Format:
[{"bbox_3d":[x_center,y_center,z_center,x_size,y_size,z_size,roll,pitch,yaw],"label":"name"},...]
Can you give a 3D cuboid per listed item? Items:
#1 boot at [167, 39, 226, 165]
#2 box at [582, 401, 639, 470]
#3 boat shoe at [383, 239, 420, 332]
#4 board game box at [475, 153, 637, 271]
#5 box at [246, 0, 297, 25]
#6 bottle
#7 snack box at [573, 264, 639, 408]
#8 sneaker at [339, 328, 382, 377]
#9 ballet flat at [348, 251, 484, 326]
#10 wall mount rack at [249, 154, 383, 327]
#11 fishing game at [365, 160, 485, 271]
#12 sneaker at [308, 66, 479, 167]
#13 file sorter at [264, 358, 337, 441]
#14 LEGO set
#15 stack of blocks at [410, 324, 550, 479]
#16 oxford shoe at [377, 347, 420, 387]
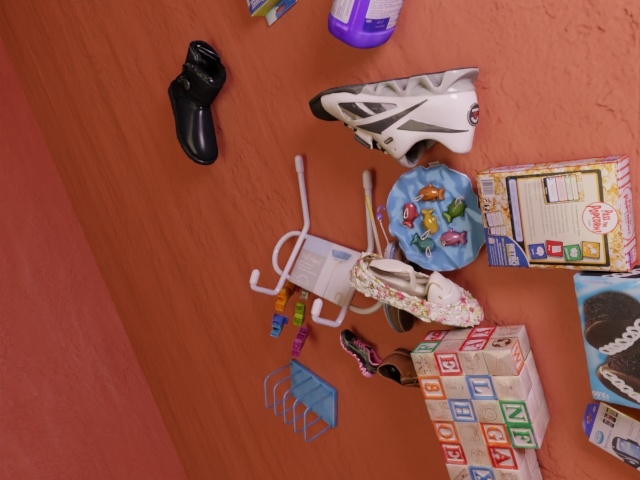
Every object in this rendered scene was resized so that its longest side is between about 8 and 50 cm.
[{"bbox_3d":[-0.288,-0.330,1.342,0.207,0.094,0.246,-30,78,57],"label":"boot"},{"bbox_3d":[0.450,0.283,0.795,0.136,0.028,0.081,29,129,43],"label":"box"},{"bbox_3d":[0.158,0.092,1.026,0.066,0.066,0.183,11,115,47],"label":"boat shoe"},{"bbox_3d":[0.321,-0.034,0.765,0.193,0.045,0.146,1,108,44],"label":"board game box"},{"bbox_3d":[-0.116,-0.527,1.078,0.109,0.042,0.178,-14,95,53],"label":"box"},{"bbox_3d":[0.095,-0.428,0.803,0.092,0.118,0.283,38,135,19],"label":"bottle"},{"bbox_3d":[0.480,0.128,0.652,0.322,0.060,0.187,0,107,51],"label":"snack box"},{"bbox_3d":[0.092,0.237,1.203,0.119,0.047,0.057,51,134,10],"label":"sneaker"},{"bbox_3d":[0.162,0.081,0.939,0.241,0.091,0.077,16,133,13],"label":"ballet flat"},{"bbox_3d":[0.000,0.000,1.138,0.350,0.130,0.304,20,86,44],"label":"wall mount rack"},{"bbox_3d":[0.186,-0.035,0.915,0.264,0.041,0.189,-1,104,39],"label":"fishing game"},{"bbox_3d":[0.104,-0.190,0.906,0.330,0.122,0.146,11,114,49],"label":"sneaker"},{"bbox_3d":[-0.053,0.408,1.411,0.170,0.104,0.118,26,125,42],"label":"file sorter"},{"bbox_3d":[-0.064,0.154,1.327,0.087,0.093,0.227,16,119,10],"label":"LEGO set"},{"bbox_3d":[0.283,0.297,0.921,0.171,0.087,0.297,-11,102,36],"label":"stack of blocks"},{"bbox_3d":[0.198,0.260,1.055,0.212,0.076,0.076,-5,102,50],"label":"oxford shoe"}]
